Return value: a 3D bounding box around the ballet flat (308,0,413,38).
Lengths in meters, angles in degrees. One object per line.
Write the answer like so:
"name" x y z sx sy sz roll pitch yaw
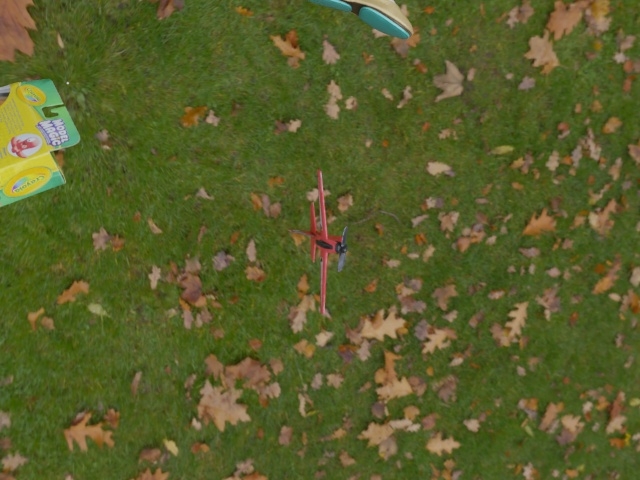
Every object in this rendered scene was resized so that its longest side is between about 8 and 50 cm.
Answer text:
"ballet flat" 0.076 -0.452 1.066 0.232 0.080 0.073 20 92 -8

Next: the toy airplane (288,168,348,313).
"toy airplane" 0.000 0.000 0.607 0.028 0.151 0.151 -4 106 -20

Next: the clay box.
"clay box" -0.362 -0.083 0.579 0.222 0.127 0.053 -24 147 -19
